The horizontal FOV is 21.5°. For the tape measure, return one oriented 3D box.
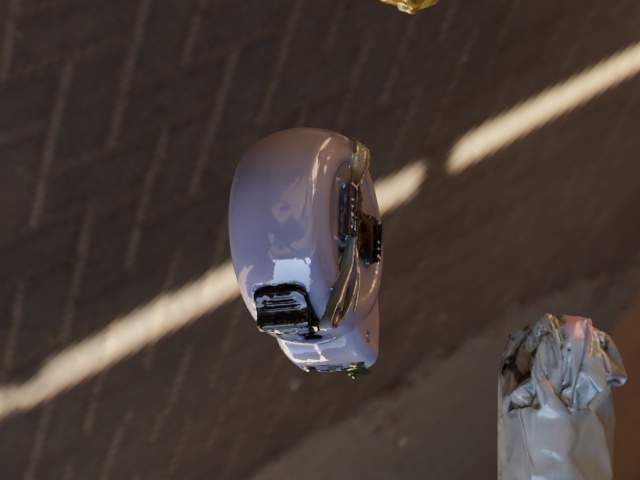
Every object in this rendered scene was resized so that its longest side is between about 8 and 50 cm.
[{"bbox_3d":[-0.001,0.002,1.376,0.105,0.196,0.178,-5,165,22],"label":"tape measure"}]

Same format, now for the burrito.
[{"bbox_3d":[0.108,0.134,0.765,0.064,0.064,0.203,-5,97,-63],"label":"burrito"}]

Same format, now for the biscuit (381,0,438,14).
[{"bbox_3d":[0.094,-0.308,0.900,0.378,0.094,0.054,-66,166,0],"label":"biscuit"}]
